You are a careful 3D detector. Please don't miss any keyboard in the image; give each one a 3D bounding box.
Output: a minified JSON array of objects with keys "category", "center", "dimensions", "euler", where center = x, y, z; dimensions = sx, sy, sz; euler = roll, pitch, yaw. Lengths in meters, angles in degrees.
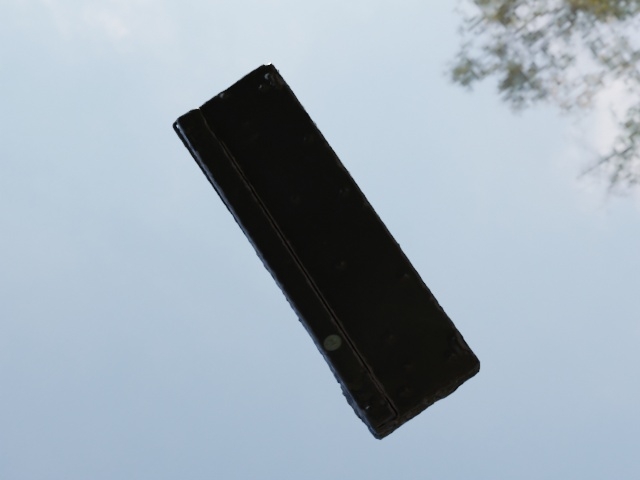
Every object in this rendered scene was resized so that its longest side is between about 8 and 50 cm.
[{"category":"keyboard","center":[0.000,0.000,0.671],"dimensions":[0.072,0.023,0.231],"euler":[-33,-114,-1]}]
